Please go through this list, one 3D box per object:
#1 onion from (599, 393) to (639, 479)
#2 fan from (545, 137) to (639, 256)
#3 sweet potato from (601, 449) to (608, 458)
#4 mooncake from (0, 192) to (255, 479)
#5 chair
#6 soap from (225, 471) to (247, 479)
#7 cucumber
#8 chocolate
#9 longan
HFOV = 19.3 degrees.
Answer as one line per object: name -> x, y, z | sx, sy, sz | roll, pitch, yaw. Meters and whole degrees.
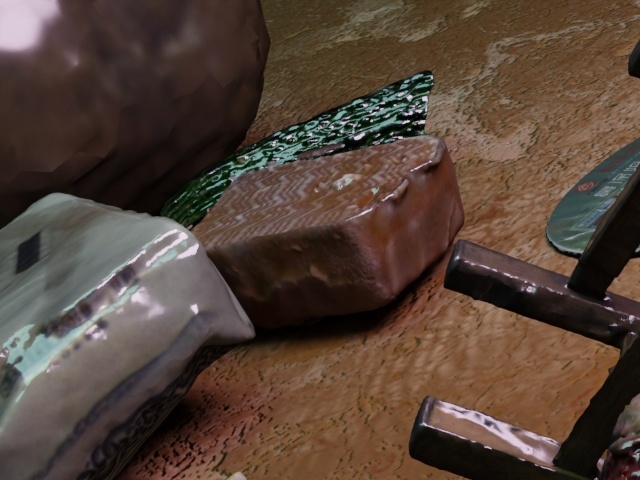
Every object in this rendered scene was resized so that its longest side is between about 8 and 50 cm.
onion -> 0.148, 0.149, 0.663 | 0.272, 0.195, 0.272 | -33, -10, -6
fan -> 0.270, -0.035, 1.290 | 0.223, 0.012, 0.294 | -24, 20, -4
sweet potato -> 0.153, 0.134, 0.949 | 0.078, 0.058, 0.255 | -35, 9, 29
mooncake -> -0.191, 0.089, 1.271 | 0.250, 0.136, 0.254 | -44, 26, -20
chair -> 0.285, 0.052, 0.871 | 0.203, 0.416, 0.240 | -71, 7, -63
soap -> -0.079, 0.222, 0.854 | 0.076, 0.135, 0.233 | -13, 23, 24
cucumber -> -0.020, -0.059, 1.551 | 0.265, 0.077, 0.077 | -21, 21, 0
chocolate -> 0.000, 0.000, 1.365 | 0.214, 0.093, 0.148 | -7, 27, 36
longan -> -0.265, -0.179, 1.617 | 0.436, 0.404, 0.404 | -27, 21, -29
